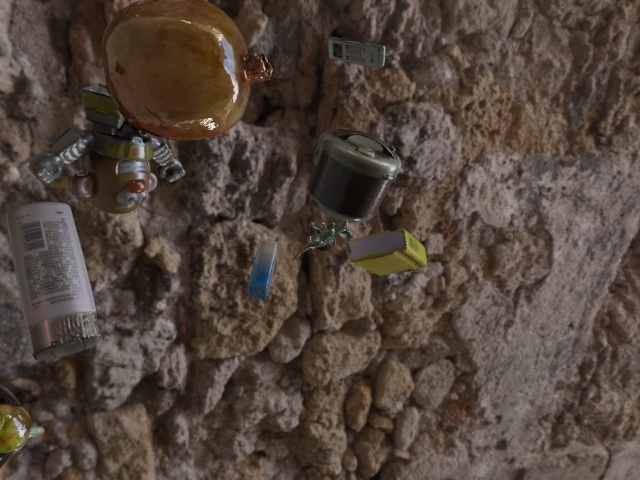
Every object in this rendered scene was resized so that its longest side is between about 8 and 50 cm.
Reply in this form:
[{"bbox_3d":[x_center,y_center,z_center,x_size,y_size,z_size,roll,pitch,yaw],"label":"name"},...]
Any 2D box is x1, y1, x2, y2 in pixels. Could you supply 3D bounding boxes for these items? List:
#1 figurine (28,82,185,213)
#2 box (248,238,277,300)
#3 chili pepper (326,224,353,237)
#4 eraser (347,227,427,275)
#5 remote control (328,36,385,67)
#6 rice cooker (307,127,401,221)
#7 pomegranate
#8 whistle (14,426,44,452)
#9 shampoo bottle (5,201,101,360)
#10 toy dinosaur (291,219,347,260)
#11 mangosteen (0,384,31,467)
[{"bbox_3d":[-0.455,-0.194,0.952,0.167,0.343,0.284,45,-60,45],"label":"figurine"},{"bbox_3d":[-0.216,0.112,1.578,0.139,0.073,0.194,101,-1,-61],"label":"box"},{"bbox_3d":[0.072,-0.033,1.427,0.055,0.118,0.035,-18,-116,58],"label":"chili pepper"},{"bbox_3d":[0.188,0.037,1.133,0.158,0.226,0.069,-12,-109,26],"label":"eraser"},{"bbox_3d":[0.102,-0.534,1.184,0.029,0.166,0.065,-59,159,-30],"label":"remote control"},{"bbox_3d":[0.128,-0.276,1.664,0.325,0.336,0.335,-68,-148,33],"label":"rice cooker"},{"bbox_3d":[-0.223,-0.295,0.729,0.252,0.271,0.228,-78,170,-55],"label":"pomegranate"},{"bbox_3d":[-0.736,0.443,0.949,0.244,0.110,0.091,59,25,-70],"label":"whistle"},{"bbox_3d":[-0.385,0.051,0.601,0.227,0.086,0.056,63,-33,20],"label":"shampoo bottle"},{"bbox_3d":[0.001,0.003,1.248,0.187,0.106,0.044,-61,-146,17],"label":"toy dinosaur"},{"bbox_3d":[-0.584,0.327,0.676,0.217,0.192,0.192,2,-88,36],"label":"mangosteen"}]
